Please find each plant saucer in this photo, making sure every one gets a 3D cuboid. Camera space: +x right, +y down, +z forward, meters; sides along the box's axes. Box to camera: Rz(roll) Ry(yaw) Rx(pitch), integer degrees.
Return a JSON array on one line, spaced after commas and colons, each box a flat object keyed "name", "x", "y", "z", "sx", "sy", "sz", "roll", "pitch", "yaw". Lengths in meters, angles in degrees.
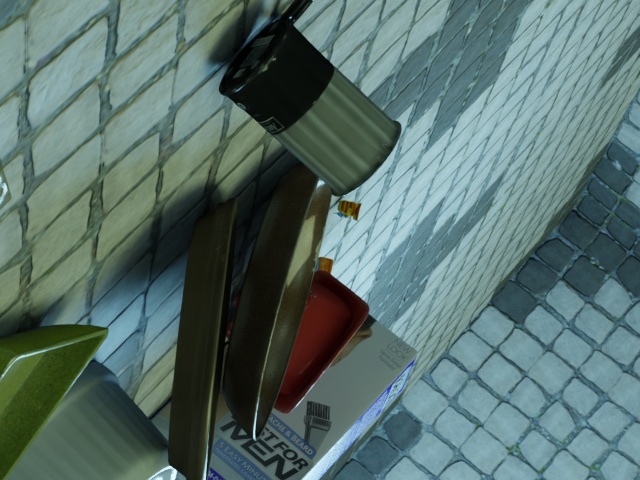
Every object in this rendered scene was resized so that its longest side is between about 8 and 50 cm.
[{"name": "plant saucer", "x": -0.111, "y": 0.096, "z": 1.797, "sx": 0.278, "sy": 0.041, "sz": 0.278, "roll": -173, "pitch": -90, "yaw": -89}, {"name": "plant saucer", "x": -0.046, "y": 0.052, "z": 1.971, "sx": 0.310, "sy": 0.050, "sz": 0.311, "roll": 15, "pitch": 90, "yaw": -86}, {"name": "plant saucer", "x": -0.278, "y": 0.142, "z": 1.589, "sx": 0.188, "sy": 0.045, "sz": 0.188, "roll": -53, "pitch": 169, "yaw": 14}]

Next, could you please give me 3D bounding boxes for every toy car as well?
[{"name": "toy car", "x": 0.000, "y": 0.000, "z": 2.309, "sx": 0.040, "sy": 0.060, "sz": 0.122, "roll": 20, "pitch": 93, "yaw": -33}]

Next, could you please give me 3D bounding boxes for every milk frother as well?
[{"name": "milk frother", "x": 0.006, "y": -0.136, "z": 1.586, "sx": 0.143, "sy": 0.135, "sz": 0.129, "roll": -48, "pitch": -160, "yaw": 0}]

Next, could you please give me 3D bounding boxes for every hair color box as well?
[{"name": "hair color box", "x": -0.059, "y": 0.209, "z": 2.307, "sx": 0.339, "sy": 0.185, "sz": 0.110, "roll": -45, "pitch": 166, "yaw": -32}]

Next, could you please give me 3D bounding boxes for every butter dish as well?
[{"name": "butter dish", "x": -0.049, "y": 0.091, "z": 2.178, "sx": 0.160, "sy": 0.118, "sz": 0.160, "roll": -51, "pitch": -151, "yaw": -1}]

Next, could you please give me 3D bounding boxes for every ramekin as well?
[{"name": "ramekin", "x": -0.254, "y": 0.259, "z": 1.844, "sx": 0.273, "sy": 0.127, "sz": 0.273, "roll": -49, "pitch": 169, "yaw": -13}]

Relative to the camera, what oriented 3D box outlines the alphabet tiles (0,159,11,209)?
[{"name": "alphabet tiles", "x": -0.326, "y": 0.058, "z": 1.218, "sx": 0.342, "sy": 0.011, "sz": 0.285, "roll": -48, "pitch": 168, "yaw": -17}]
